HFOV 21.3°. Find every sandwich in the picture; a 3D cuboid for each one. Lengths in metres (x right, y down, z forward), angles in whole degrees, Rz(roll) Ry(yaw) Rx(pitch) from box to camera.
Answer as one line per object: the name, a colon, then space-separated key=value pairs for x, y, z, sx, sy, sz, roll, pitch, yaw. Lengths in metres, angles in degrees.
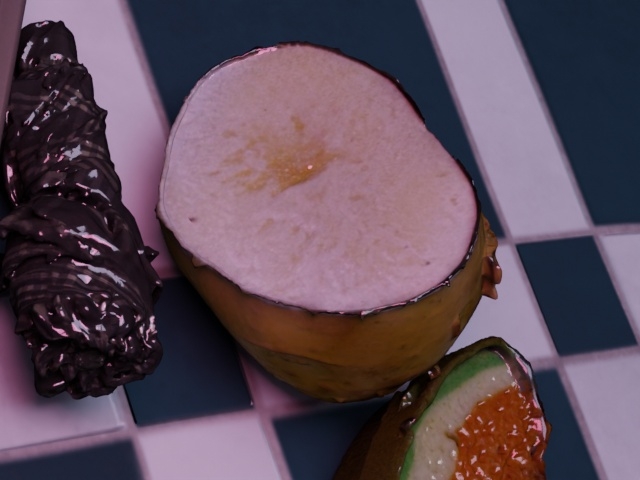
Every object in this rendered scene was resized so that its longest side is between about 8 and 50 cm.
sandwich: x=0.107 y=0.214 z=1.422 sx=0.212 sy=0.109 sz=0.292 roll=34 pitch=50 yaw=-28

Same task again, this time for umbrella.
umbrella: x=-0.208 y=-0.040 z=1.295 sx=0.154 sy=0.128 sz=0.336 roll=48 pitch=21 yaw=-62

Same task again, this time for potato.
potato: x=0.000 y=0.000 z=1.410 sx=0.246 sy=0.196 sz=0.299 roll=-27 pitch=57 yaw=-15

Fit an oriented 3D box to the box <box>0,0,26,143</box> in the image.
box: x=-0.275 y=-0.127 z=1.303 sx=0.055 sy=0.103 sz=0.243 roll=25 pitch=52 yaw=-30
